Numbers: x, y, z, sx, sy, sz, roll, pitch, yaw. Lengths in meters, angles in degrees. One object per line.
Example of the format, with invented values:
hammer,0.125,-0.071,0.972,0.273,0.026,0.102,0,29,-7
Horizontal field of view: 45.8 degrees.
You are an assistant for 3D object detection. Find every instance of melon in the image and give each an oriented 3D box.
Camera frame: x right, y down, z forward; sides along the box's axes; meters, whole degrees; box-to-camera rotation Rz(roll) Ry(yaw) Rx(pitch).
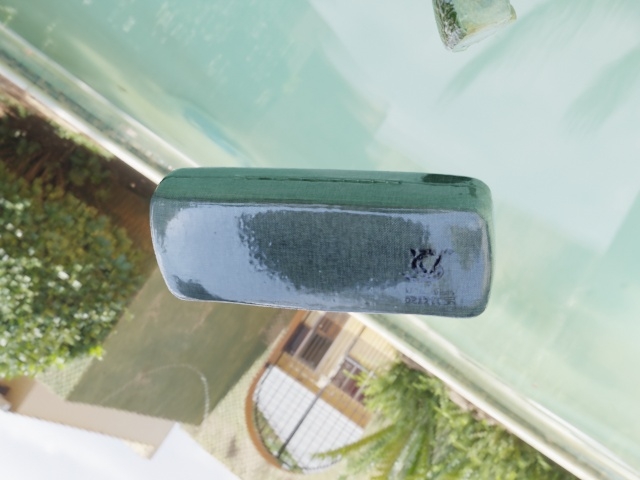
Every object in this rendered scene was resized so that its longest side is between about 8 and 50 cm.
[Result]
melon,0.173,-0.288,0.893,0.093,0.140,0.202,-6,136,22

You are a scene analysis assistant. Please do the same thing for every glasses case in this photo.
glasses case,0.000,0.000,0.711,0.323,0.074,0.131,3,124,12
